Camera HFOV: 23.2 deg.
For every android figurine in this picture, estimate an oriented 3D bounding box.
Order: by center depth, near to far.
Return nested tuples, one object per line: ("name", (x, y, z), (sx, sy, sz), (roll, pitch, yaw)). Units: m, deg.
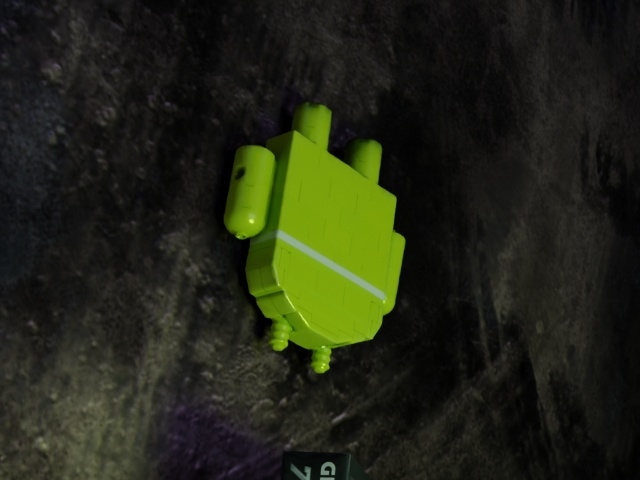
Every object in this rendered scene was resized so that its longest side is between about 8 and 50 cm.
("android figurine", (0.000, 0.000, 1.620), (0.248, 0.056, 0.273), (30, 58, -39))

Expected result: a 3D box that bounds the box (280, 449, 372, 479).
("box", (0.015, 0.369, 1.421), (0.295, 0.073, 0.293), (62, 30, -64))
